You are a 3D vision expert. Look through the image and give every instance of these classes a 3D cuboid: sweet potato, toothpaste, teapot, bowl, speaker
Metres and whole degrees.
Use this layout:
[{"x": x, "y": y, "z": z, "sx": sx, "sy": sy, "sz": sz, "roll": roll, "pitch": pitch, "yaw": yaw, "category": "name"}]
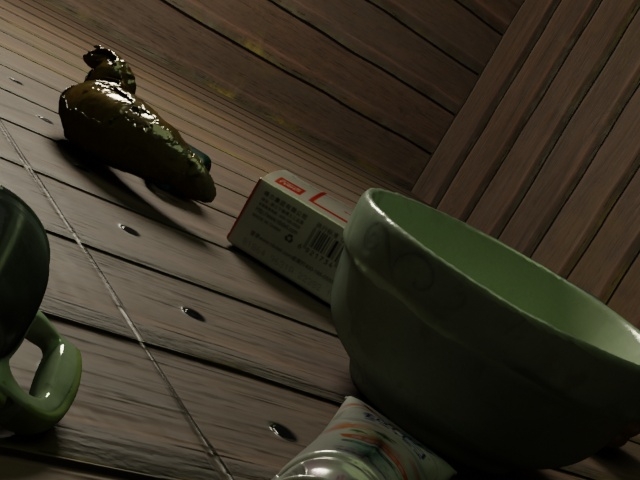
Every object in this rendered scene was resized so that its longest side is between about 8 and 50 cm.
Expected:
[{"x": -0.237, "y": -0.138, "z": 1.100, "sx": 0.124, "sy": 0.098, "sz": 0.310, "roll": -7, "pitch": 36, "yaw": -34, "category": "sweet potato"}, {"x": 0.028, "y": 0.139, "z": 0.565, "sx": 0.100, "sy": 0.066, "sz": 0.323, "roll": 33, "pitch": 4, "yaw": 12, "category": "toothpaste"}, {"x": -0.162, "y": 0.032, "z": 0.447, "sx": 0.124, "sy": 0.092, "sz": 0.090, "roll": 20, "pitch": 29, "yaw": -22, "category": "teapot"}, {"x": 0.137, "y": 0.090, "z": 0.842, "sx": 0.307, "sy": 0.163, "sz": 0.307, "roll": 30, "pitch": 10, "yaw": -6, "category": "bowl"}, {"x": -0.181, "y": -0.081, "z": 1.157, "sx": 0.075, "sy": 0.060, "sz": 0.094, "roll": 30, "pitch": 44, "yaw": -3, "category": "speaker"}]

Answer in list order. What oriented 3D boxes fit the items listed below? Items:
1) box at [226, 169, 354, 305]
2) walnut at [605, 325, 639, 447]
[{"x": 0.000, "y": 0.000, "z": 1.103, "sx": 0.182, "sy": 0.099, "sz": 0.133, "roll": 31, "pitch": 10, "yaw": 7, "category": "box"}, {"x": 0.348, "y": 0.172, "z": 1.149, "sx": 0.155, "sy": 0.155, "sz": 0.184, "roll": 36, "pitch": 15, "yaw": 32, "category": "walnut"}]
